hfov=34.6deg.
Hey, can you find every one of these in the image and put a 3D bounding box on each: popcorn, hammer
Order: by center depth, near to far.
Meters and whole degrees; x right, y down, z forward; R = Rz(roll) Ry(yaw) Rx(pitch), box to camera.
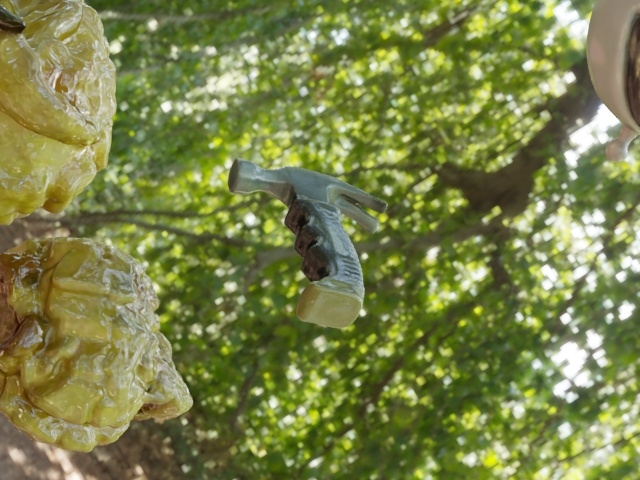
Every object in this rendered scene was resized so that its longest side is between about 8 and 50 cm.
[{"bbox_3d":[0.000,0.000,0.969,0.159,0.041,0.226,12,30,-18],"label":"hammer"},{"bbox_3d":[-0.403,-0.196,1.233,0.349,0.349,0.382,58,-29,6],"label":"popcorn"},{"bbox_3d":[-0.293,0.141,1.303,0.332,0.225,0.264,47,32,-34],"label":"popcorn"}]

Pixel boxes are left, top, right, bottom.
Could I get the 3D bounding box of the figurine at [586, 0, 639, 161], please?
[{"bbox_3d":[0.417,-0.277,1.161,0.211,0.253,0.361,162,-72,-63],"label":"figurine"}]
